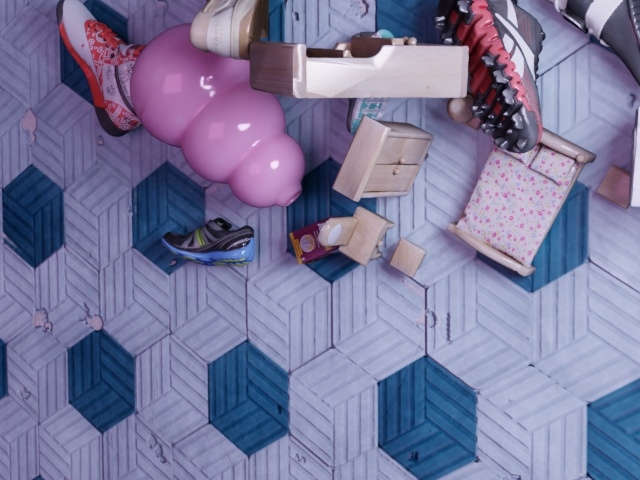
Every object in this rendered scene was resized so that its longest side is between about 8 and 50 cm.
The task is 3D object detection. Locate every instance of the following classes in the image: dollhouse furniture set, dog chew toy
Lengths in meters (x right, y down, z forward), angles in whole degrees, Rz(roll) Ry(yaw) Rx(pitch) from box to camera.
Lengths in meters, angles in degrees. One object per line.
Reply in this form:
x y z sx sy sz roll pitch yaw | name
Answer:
0.208 -0.032 1.393 0.355 0.174 0.303 32 108 25 | dollhouse furniture set
0.054 -0.393 1.314 0.362 0.256 0.394 -152 61 -64 | dollhouse furniture set
-0.151 -0.188 1.583 0.332 0.206 0.206 48 114 10 | dog chew toy

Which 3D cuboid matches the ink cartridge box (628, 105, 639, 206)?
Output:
0.478 -0.101 1.238 0.176 0.128 0.127 5 96 16 | ink cartridge box

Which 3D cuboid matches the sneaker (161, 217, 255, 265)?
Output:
-0.187 0.001 1.694 0.188 0.067 0.078 1 73 31 | sneaker

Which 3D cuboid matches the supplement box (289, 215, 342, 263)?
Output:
0.000 0.000 1.589 0.083 0.043 0.055 -23 80 28 | supplement box

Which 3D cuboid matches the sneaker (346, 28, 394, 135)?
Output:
0.065 -0.247 1.535 0.076 0.065 0.166 23 101 44 | sneaker

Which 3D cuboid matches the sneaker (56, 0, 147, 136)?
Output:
-0.357 -0.332 1.748 0.145 0.090 0.270 -26 84 28 | sneaker

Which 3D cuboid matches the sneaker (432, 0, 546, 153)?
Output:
0.260 -0.241 1.361 0.097 0.135 0.276 120 138 -53 | sneaker

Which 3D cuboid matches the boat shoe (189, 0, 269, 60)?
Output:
-0.132 -0.349 1.502 0.098 0.302 0.109 4 118 3 | boat shoe

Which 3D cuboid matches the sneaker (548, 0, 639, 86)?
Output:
0.370 -0.333 1.328 0.146 0.122 0.330 -29 80 46 | sneaker
